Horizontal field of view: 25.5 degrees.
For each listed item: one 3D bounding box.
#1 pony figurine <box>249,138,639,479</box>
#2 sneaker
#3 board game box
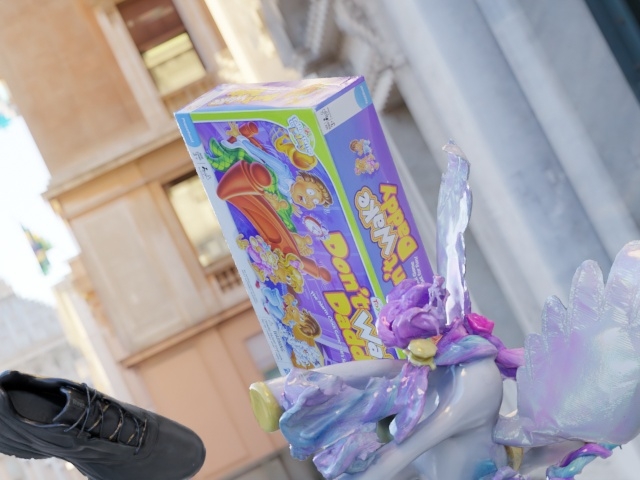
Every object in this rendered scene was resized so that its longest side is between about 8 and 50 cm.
[{"bbox_3d":[0.124,0.133,1.229,0.363,0.303,0.351,-21,-51,-23],"label":"pony figurine"},{"bbox_3d":[-0.275,0.228,1.705,0.286,0.109,0.130,14,-31,-10],"label":"sneaker"},{"bbox_3d":[0.000,0.000,1.520,0.078,0.347,0.233,-36,24,-34],"label":"board game box"}]
